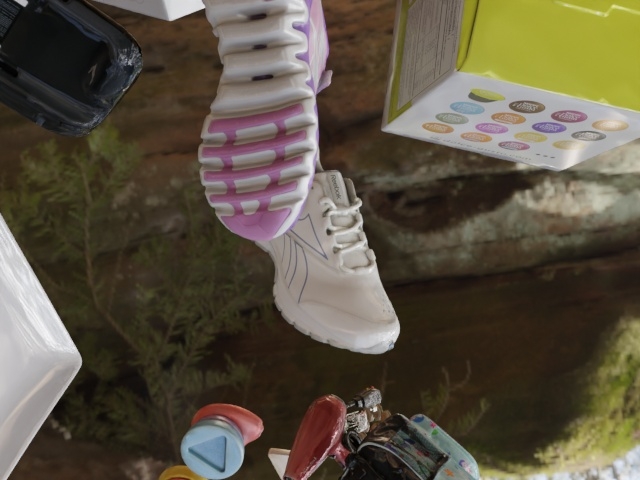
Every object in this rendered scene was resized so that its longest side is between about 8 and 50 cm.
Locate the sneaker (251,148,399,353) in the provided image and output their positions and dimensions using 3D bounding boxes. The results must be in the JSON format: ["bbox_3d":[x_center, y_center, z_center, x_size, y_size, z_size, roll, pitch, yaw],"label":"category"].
[{"bbox_3d":[0.000,0.000,0.967,0.111,0.129,0.297,0,-139,-38],"label":"sneaker"}]

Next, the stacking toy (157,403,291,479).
[{"bbox_3d":[-0.195,0.518,1.841,0.279,0.309,0.130,25,-159,-3],"label":"stacking toy"}]

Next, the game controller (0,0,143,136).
[{"bbox_3d":[-0.344,-0.231,0.907,0.166,0.319,0.067,-43,-153,30],"label":"game controller"}]

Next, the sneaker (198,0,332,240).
[{"bbox_3d":[-0.033,-0.118,0.683,0.095,0.236,0.104,0,180,20],"label":"sneaker"}]

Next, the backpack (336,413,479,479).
[{"bbox_3d":[0.173,0.449,1.532,0.253,0.225,0.191,40,-139,22],"label":"backpack"}]

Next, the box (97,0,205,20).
[{"bbox_3d":[-0.263,-0.468,1.279,0.168,0.215,0.345,-31,-143,-28],"label":"box"}]

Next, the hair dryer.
[{"bbox_3d":[0.046,0.403,1.681,0.293,0.224,0.080,-5,164,-40],"label":"hair dryer"}]

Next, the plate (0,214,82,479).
[{"bbox_3d":[-0.367,0.091,0.892,0.045,0.277,0.278,-17,-158,14],"label":"plate"}]

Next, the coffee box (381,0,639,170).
[{"bbox_3d":[0.316,-0.331,1.353,0.337,0.338,0.334,10,170,-13],"label":"coffee box"}]

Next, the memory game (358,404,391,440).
[{"bbox_3d":[0.128,0.444,1.908,0.012,0.186,0.186,-6,-169,-27],"label":"memory game"}]
